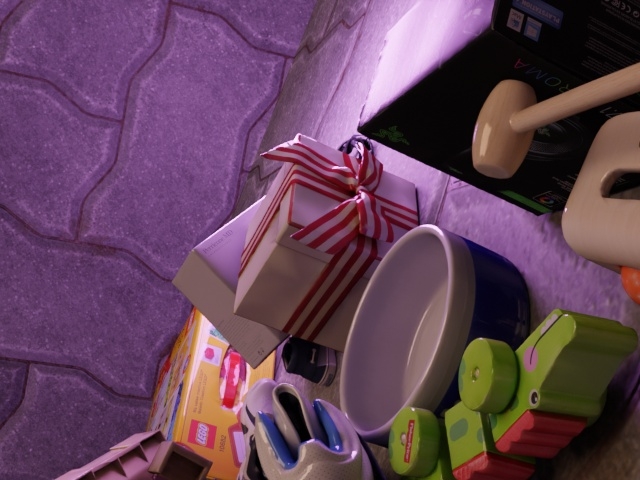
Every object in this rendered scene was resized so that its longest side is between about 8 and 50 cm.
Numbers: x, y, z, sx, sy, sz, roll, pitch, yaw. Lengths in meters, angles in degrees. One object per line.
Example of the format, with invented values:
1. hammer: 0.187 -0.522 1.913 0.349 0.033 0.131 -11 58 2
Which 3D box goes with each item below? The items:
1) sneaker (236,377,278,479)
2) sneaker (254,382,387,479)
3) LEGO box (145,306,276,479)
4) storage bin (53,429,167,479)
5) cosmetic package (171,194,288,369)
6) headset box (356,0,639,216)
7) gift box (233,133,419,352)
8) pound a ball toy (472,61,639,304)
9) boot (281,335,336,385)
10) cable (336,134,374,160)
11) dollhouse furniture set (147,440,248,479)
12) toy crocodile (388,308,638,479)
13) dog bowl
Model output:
1. sneaker: -0.088 0.352 1.321 0.153 0.094 0.235 -42 31 56
2. sneaker: 0.002 0.254 0.848 0.323 0.130 0.236 -129 22 -78
3. LEGO box: -0.260 0.407 1.639 0.373 0.193 0.500 -58 19 35
4. storage bin: -0.310 0.449 1.087 0.262 0.123 0.261 -12 -92 -70
5. cosmetic package: -0.107 0.069 1.364 0.224 0.224 0.138 -41 -6 -41
6. headset box: 0.201 -0.147 0.716 0.283 0.246 0.131 -23 47 68
7. gift box: 0.000 0.000 1.172 0.258 0.276 0.255 -55 26 37
8. pound a ball toy: 0.243 -0.019 0.478 0.136 0.208 0.319 -68 16 0
9. boot: -0.025 0.184 1.340 0.069 0.086 0.190 -63 17 20
10. cable: 0.064 -0.157 1.589 0.184 0.047 0.151 -146 73 -72
11. dollhouse furniture set: -0.187 0.503 1.093 0.304 0.286 0.198 -64 11 -26
12. toy crocodile: 0.160 0.179 0.677 0.105 0.115 0.341 -93 26 -43
13. dog bowl: 0.126 0.121 0.880 0.265 0.104 0.265 -58 19 32
